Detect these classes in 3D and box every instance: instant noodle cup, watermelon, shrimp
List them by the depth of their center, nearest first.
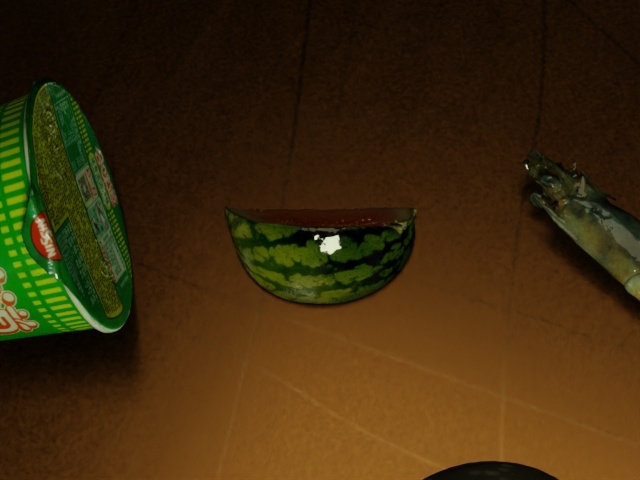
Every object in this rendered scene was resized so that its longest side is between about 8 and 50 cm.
[{"bbox_3d":[-0.291,-0.001,0.895,0.232,0.207,0.207,-14,66,5],"label":"instant noodle cup"},{"bbox_3d":[0.000,0.000,0.934,0.163,0.069,0.087,-1,67,1],"label":"watermelon"},{"bbox_3d":[0.273,-0.026,0.940,0.217,0.051,0.150,38,71,10],"label":"shrimp"}]

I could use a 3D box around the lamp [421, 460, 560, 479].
[{"bbox_3d":[0.084,0.293,0.737,0.181,0.182,0.314,23,70,14],"label":"lamp"}]
